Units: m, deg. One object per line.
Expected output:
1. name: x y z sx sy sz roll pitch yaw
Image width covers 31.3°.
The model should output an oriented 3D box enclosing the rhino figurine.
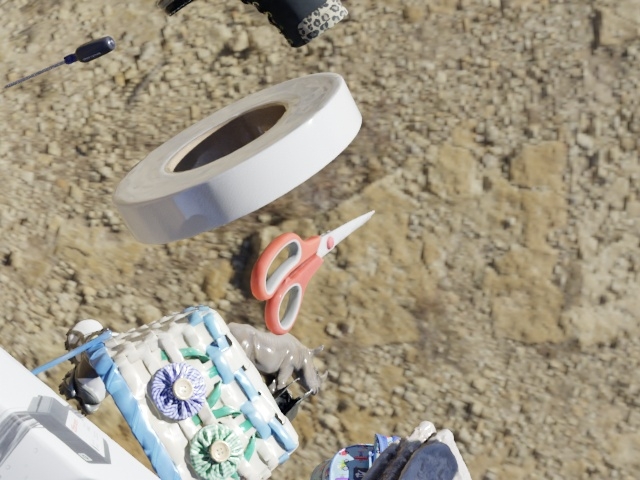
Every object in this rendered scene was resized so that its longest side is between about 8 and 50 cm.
1. rhino figurine: -0.069 0.186 1.720 0.243 0.073 0.106 15 64 -45

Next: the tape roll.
1. tape roll: -0.126 -0.125 1.686 0.392 0.392 0.072 -36 111 -20

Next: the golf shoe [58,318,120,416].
1. golf shoe: -0.287 0.150 1.509 0.094 0.198 0.077 -41 116 10

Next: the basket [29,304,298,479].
1. basket: -0.194 0.208 1.204 0.289 0.201 0.255 -33 96 -7

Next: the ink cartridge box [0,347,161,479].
1. ink cartridge box: -0.265 0.242 0.920 0.307 0.129 0.223 37 91 11

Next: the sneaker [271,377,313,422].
1. sneaker: -0.067 0.252 1.591 0.051 0.170 0.089 43 63 9

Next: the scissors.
1. scissors: 0.000 0.000 1.351 0.297 0.021 0.109 -49 135 -47

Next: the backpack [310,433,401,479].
1. backpack: 0.075 0.348 1.587 0.173 0.158 0.117 13 132 -6

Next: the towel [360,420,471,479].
1. towel: 0.044 0.283 0.814 0.282 0.049 0.187 -48 125 -36

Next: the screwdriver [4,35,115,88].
1. screwdriver: -0.329 -0.219 1.418 0.170 0.025 0.024 -17 84 17

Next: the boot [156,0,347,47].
1. boot: -0.096 -0.340 1.631 0.236 0.085 0.179 -30 112 11
